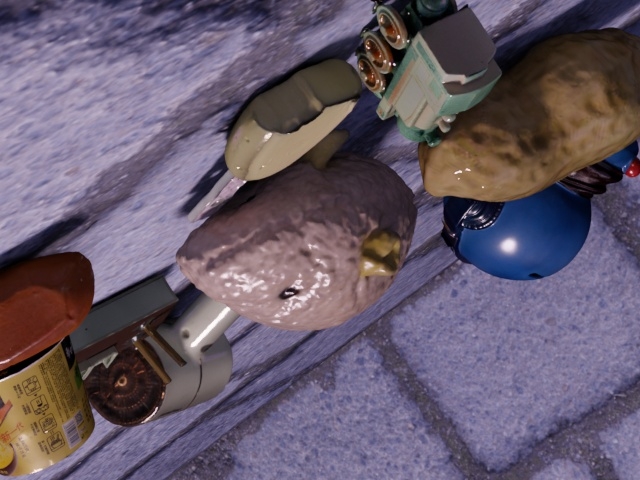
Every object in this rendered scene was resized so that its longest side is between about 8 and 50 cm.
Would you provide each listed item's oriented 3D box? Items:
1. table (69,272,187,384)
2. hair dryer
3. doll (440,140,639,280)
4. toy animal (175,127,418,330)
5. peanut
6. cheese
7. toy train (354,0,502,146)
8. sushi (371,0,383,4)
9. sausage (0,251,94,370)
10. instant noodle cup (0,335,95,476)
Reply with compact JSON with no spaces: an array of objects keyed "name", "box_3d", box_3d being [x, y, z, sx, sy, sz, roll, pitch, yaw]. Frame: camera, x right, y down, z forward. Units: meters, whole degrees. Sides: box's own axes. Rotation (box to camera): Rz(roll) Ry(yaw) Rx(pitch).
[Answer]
[{"name":"table","box_3d":[-0.274,0.154,1.737,0.240,0.111,0.121,-28,169,-30]},{"name":"hair dryer","box_3d":[-0.137,0.092,1.917,0.362,0.128,0.203,-46,166,19]},{"name":"doll","box_3d":[0.315,-0.081,2.163,0.310,0.240,0.284,-44,152,24]},{"name":"toy animal","box_3d":[0.003,-0.001,1.661,0.226,0.188,0.358,-32,172,20]},{"name":"peanut","box_3d":[0.283,-0.158,1.847,0.387,0.169,0.192,-28,163,-26]},{"name":"cheese","box_3d":[-0.063,-0.084,1.445,0.127,0.050,0.255,-24,167,-45]},{"name":"toy train","box_3d":[0.096,-0.161,1.375,0.081,0.125,0.194,-27,168,-18]},{"name":"sushi","box_3d":[0.041,-0.220,1.018,0.098,0.094,0.084,-57,164,26]},{"name":"sausage","box_3d":[-0.292,0.073,1.370,0.179,0.089,0.089,-31,170,-1]},{"name":"instant noodle cup","box_3d":[-0.302,0.157,1.468,0.151,0.122,0.151,-18,-161,6]}]
